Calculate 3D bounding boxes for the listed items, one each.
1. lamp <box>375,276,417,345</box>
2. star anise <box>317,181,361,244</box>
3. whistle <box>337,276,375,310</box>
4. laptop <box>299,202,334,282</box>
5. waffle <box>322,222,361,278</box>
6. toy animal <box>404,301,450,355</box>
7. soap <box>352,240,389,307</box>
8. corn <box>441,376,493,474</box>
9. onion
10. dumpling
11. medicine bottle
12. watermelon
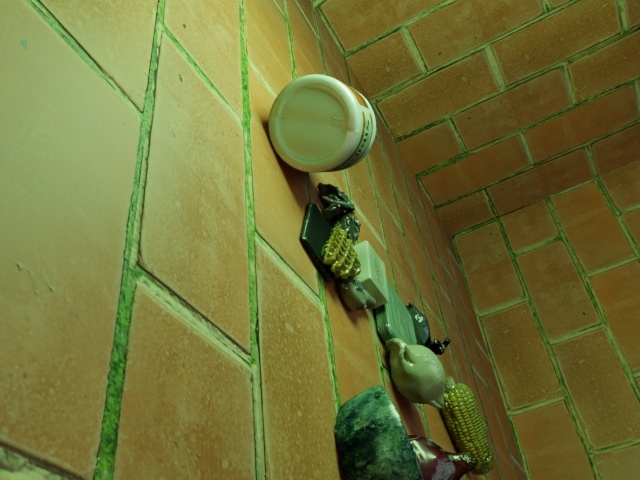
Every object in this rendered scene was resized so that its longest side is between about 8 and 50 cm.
[{"bbox_3d":[0.240,0.265,2.095,0.266,0.047,0.269,55,20,-37],"label":"lamp"},{"bbox_3d":[0.058,-0.085,1.935,0.209,0.089,0.231,58,6,-3],"label":"star anise"},{"bbox_3d":[0.104,0.149,1.825,0.220,0.057,0.107,40,30,-60],"label":"whistle"},{"bbox_3d":[0.000,0.000,1.752,0.154,0.026,0.207,60,19,-23],"label":"laptop"},{"bbox_3d":[0.046,0.022,1.747,0.160,0.046,0.192,34,31,-43],"label":"waffle"},{"bbox_3d":[0.332,0.321,2.290,0.117,0.121,0.210,-34,81,-29],"label":"toy animal"},{"bbox_3d":[0.150,0.102,2.010,0.121,0.063,0.183,53,21,-32],"label":"soap"},{"bbox_3d":[0.496,0.630,2.257,0.347,0.130,0.130,68,17,-2],"label":"corn"},{"bbox_3d":[0.246,0.523,1.484,0.140,0.218,0.195,48,24,-43],"label":"onion"},{"bbox_3d":[0.268,0.377,1.907,0.258,0.147,0.193,55,-11,-18],"label":"dumpling"},{"bbox_3d":[0.009,-0.312,1.802,0.253,0.252,0.241,66,17,-1],"label":"medicine bottle"},{"bbox_3d":[0.108,0.452,1.384,0.318,0.148,0.226,-112,-173,-56],"label":"watermelon"}]
